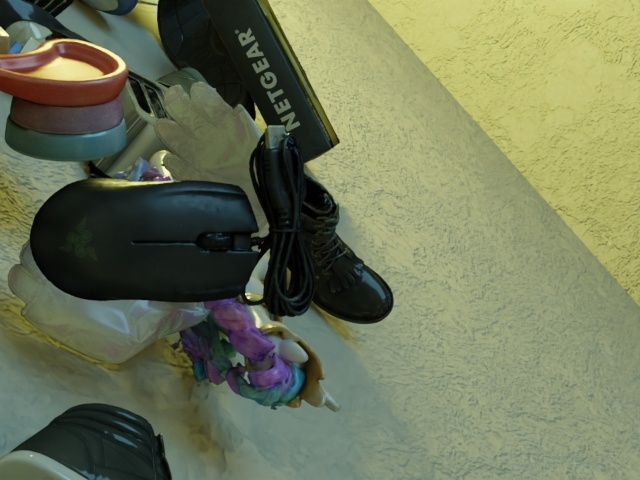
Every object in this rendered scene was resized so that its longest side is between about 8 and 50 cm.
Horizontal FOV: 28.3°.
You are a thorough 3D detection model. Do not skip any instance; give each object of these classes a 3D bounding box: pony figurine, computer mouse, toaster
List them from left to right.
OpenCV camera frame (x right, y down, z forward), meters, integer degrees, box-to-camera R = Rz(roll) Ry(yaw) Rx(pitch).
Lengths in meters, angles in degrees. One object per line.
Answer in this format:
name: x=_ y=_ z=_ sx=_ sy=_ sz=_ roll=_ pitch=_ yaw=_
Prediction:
toaster: x=-0.231 y=-0.135 z=1.679 sx=0.168 sy=0.110 sz=0.186 roll=25 pitch=27 yaw=-41
computer mouse: x=-0.139 y=-0.008 z=1.207 sx=0.072 sy=0.272 sz=0.189 roll=-163 pitch=-111 yaw=-80
pony figurine: x=-0.133 y=0.021 z=1.386 sx=0.351 sy=0.303 sz=0.363 roll=45 pitch=2 yaw=-24

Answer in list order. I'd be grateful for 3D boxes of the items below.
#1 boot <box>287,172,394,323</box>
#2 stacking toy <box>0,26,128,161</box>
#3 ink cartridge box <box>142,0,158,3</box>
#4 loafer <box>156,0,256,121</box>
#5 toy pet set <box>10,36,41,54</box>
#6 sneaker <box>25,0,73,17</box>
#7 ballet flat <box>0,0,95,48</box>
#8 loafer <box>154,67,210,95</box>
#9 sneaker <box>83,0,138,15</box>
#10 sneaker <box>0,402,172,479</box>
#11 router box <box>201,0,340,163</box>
boot: x=0.000 y=0.000 z=1.734 sx=0.263 sy=0.091 sz=0.229 roll=37 pitch=-18 yaw=7
stacking toy: x=-0.375 y=-0.130 z=1.348 sx=0.279 sy=0.130 sz=0.309 roll=24 pitch=30 yaw=36
ink cartridge box: x=-0.390 y=-0.520 z=2.273 sx=0.189 sy=0.066 sz=0.232 roll=-12 pitch=79 yaw=-67
loafer: x=-0.193 y=-0.314 z=2.168 sx=0.303 sy=0.109 sz=0.095 roll=63 pitch=8 yaw=29
toy pet set: x=-0.393 y=-0.203 z=1.606 sx=0.122 sy=0.065 sz=0.114 roll=35 pitch=56 yaw=-17
sneaker: x=-0.438 y=-0.398 z=1.735 sx=0.121 sy=0.111 sz=0.300 roll=55 pitch=3 yaw=28
ballet flat: x=-0.376 y=-0.270 z=1.732 sx=0.203 sy=0.074 sz=0.074 roll=26 pitch=26 yaw=-47
loafer: x=-0.181 y=-0.168 z=1.907 sx=0.087 sy=0.094 sz=0.251 roll=-10 pitch=42 yaw=-37
sneaker: x=-0.423 y=-0.445 z=1.984 sx=0.296 sy=0.112 sz=0.131 roll=40 pitch=37 yaw=-8
sneaker: x=-0.135 y=0.245 z=1.095 sx=0.295 sy=0.104 sz=0.147 roll=38 pitch=25 yaw=-6
router box: x=-0.076 y=-0.276 z=2.121 sx=0.309 sy=0.081 sz=0.243 roll=62 pitch=7 yaw=-5
